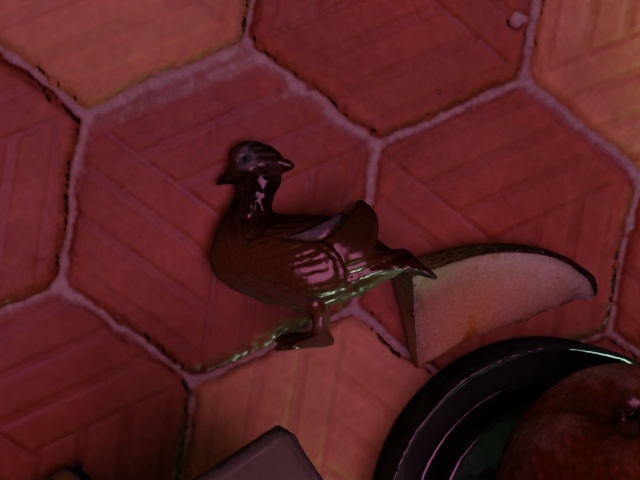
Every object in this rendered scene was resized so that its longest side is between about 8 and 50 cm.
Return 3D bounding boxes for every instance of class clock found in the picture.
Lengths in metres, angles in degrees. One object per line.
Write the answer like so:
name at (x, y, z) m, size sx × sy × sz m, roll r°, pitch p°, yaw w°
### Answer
clock at (0.197, 0.242, 1.472) m, size 0.319 × 0.066 × 0.318 m, roll -3°, pitch 101°, yaw -17°

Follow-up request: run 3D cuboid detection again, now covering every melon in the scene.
melon at (0.156, 0.041, 1.434) m, size 0.182 × 0.054 × 0.098 m, roll -20°, pitch 110°, yaw -12°

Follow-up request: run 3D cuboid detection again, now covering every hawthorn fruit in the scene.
hawthorn fruit at (0.265, 0.232, 1.329) m, size 0.231 × 0.235 × 0.263 m, roll -21°, pitch 90°, yaw 15°

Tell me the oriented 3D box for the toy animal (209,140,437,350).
toy animal at (0.000, 0.000, 1.362) m, size 0.188 × 0.089 × 0.179 m, roll -6°, pitch 88°, yaw -2°

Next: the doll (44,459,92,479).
doll at (-0.235, 0.264, 1.338) m, size 0.179 × 0.102 × 0.089 m, roll -66°, pitch 152°, yaw -2°

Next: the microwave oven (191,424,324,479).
microwave oven at (-0.001, 0.397, 1.211) m, size 0.236 × 0.374 × 0.432 m, roll -34°, pitch 76°, yaw -8°
